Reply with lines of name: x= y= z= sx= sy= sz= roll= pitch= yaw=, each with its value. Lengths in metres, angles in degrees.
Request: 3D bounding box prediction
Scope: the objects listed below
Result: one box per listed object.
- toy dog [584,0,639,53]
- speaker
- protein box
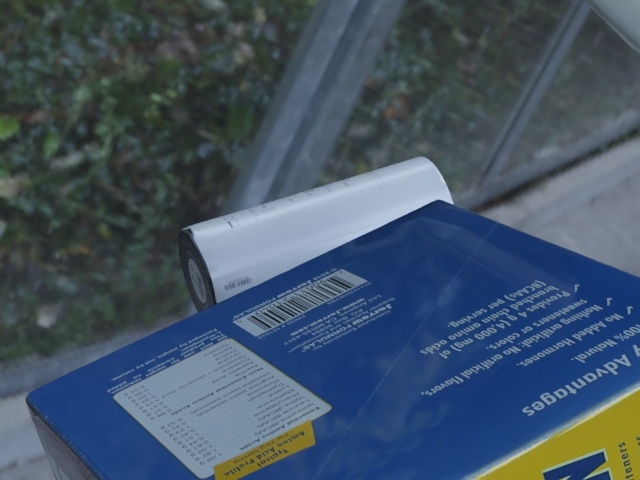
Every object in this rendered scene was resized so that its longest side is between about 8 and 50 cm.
toy dog: x=0.118 y=-0.257 z=0.638 sx=0.395 sy=0.284 sz=0.408 roll=48 pitch=28 yaw=9
speaker: x=0.000 y=0.000 z=0.792 sx=0.136 sy=0.055 sz=0.055 roll=-18 pitch=46 yaw=-18
protein box: x=0.030 y=0.100 z=0.570 sx=0.200 sy=0.136 sz=0.201 roll=-25 pitch=23 yaw=-20
